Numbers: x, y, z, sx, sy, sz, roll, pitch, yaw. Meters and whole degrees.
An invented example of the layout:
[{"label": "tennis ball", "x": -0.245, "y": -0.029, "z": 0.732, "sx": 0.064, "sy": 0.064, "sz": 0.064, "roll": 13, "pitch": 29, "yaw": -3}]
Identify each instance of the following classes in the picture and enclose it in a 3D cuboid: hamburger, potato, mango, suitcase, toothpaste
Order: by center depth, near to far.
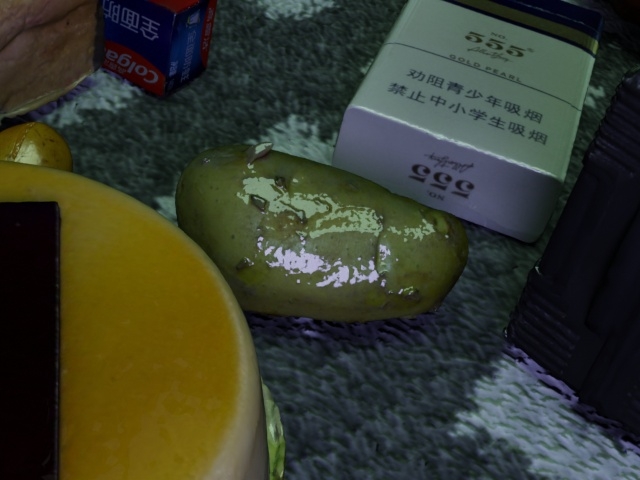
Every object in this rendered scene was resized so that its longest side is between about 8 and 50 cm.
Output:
[{"label": "hamburger", "x": -0.156, "y": 0.104, "z": 0.451, "sx": 0.300, "sy": 0.176, "sz": 0.300, "roll": 8, "pitch": 43, "yaw": -7}, {"label": "potato", "x": 0.000, "y": 0.000, "z": 0.681, "sx": 0.188, "sy": 0.085, "sz": 0.105, "roll": 9, "pitch": 80, "yaw": -5}, {"label": "suitcase", "x": 0.286, "y": -0.041, "z": 0.695, "sx": 0.152, "sy": 0.230, "sz": 0.335, "roll": 35, "pitch": 45, "yaw": 23}, {"label": "mango", "x": -0.194, "y": -0.040, "z": 0.698, "sx": 0.060, "sy": 0.046, "sz": 0.089, "roll": 15, "pitch": 46, "yaw": -1}, {"label": "hamburger", "x": -0.260, "y": -0.154, "z": 0.738, "sx": 0.135, "sy": 0.155, "sz": 0.207, "roll": 29, "pitch": 50, "yaw": 23}, {"label": "toothpaste", "x": -0.232, "y": -0.221, "z": 0.865, "sx": 0.320, "sy": 0.076, "sz": 0.066, "roll": 28, "pitch": 40, "yaw": 14}]

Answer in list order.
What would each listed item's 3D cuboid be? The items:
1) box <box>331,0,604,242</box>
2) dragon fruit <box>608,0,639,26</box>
[{"label": "box", "x": 0.125, "y": -0.122, "z": 0.860, "sx": 0.168, "sy": 0.071, "sz": 0.259, "roll": 21, "pitch": 41, "yaw": 7}, {"label": "dragon fruit", "x": 0.398, "y": -0.290, "z": 0.993, "sx": 0.189, "sy": 0.290, "sz": 0.290, "roll": 53, "pitch": 47, "yaw": -3}]
